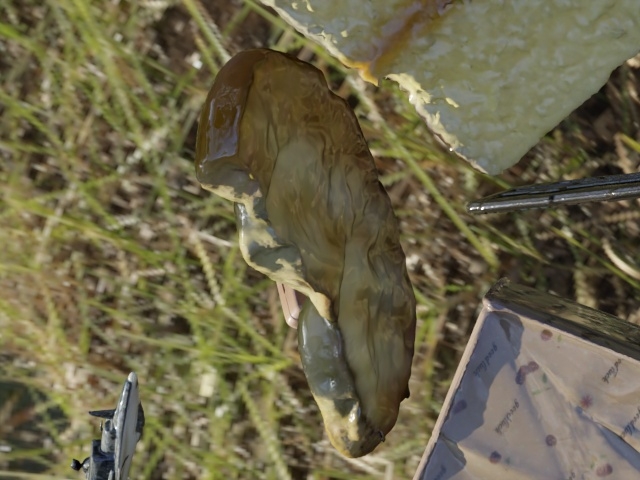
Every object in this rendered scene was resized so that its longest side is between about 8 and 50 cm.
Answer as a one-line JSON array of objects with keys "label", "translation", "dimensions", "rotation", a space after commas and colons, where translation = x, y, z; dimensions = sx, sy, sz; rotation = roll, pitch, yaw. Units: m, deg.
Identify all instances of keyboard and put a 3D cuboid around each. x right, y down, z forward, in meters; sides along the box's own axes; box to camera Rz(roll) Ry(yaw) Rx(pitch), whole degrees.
[{"label": "keyboard", "translation": [0.258, -0.046, 1.381], "dimensions": [0.262, 0.106, 0.016], "rotation": [-6, 98, 41]}]

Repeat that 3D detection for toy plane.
[{"label": "toy plane", "translation": [-0.210, 0.224, 1.538], "dimensions": [0.082, 0.234, 0.160], "rotation": [-6, 35, -4]}]

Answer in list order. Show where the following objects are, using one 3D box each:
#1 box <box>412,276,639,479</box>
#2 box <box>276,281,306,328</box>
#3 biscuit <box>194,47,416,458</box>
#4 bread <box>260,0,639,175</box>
[{"label": "box", "translation": [0.230, 0.188, 1.168], "dimensions": [0.297, 0.190, 0.225], "rotation": [22, 99, 9]}, {"label": "box", "translation": [-0.012, 0.027, 1.224], "dimensions": [0.025, 0.048, 0.115], "rotation": [-56, 32, 32]}, {"label": "biscuit", "translation": [0.000, -0.004, 0.895], "dimensions": [0.045, 0.299, 0.154], "rotation": [-2, 49, 20]}, {"label": "bread", "translation": [0.123, -0.271, 1.278], "dimensions": [0.242, 0.345, 0.405], "rotation": [-42, 20, 21]}]
